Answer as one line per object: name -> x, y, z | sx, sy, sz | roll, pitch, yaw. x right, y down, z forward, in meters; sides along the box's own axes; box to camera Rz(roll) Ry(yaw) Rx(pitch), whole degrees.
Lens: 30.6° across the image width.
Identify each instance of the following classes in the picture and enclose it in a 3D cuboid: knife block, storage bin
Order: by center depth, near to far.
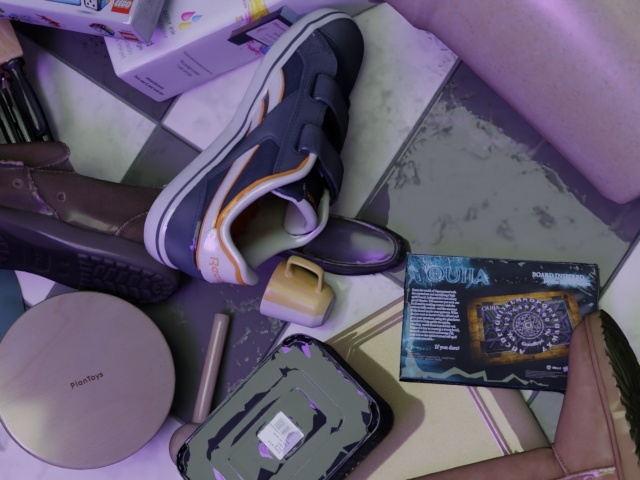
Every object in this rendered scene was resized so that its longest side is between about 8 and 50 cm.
storage bin -> -0.032, 0.189, 1.114 | 0.180, 0.084, 0.122 | -46, 73, 2
knife block -> -0.371, -0.222, 1.298 | 0.242, 0.088, 0.275 | 23, 76, -9

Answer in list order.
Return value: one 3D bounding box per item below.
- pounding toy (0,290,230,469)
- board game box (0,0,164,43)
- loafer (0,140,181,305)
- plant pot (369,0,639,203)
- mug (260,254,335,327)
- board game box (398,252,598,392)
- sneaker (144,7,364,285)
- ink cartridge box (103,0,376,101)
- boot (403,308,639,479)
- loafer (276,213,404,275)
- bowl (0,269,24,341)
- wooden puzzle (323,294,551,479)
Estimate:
pounding toy -> -0.223, 0.156, 1.228 | 0.237, 0.110, 0.182 | 7, 71, -12
board game box -> -0.286, -0.318, 1.191 | 0.305, 0.053, 0.192 | 13, 78, 18
loafer -> -0.315, -0.041, 1.222 | 0.366, 0.134, 0.130 | 20, 59, -12
plant pot -> 0.255, -0.211, 1.037 | 0.334, 0.334, 0.305 | -38, 86, 8
mug -> -0.021, 0.057, 1.185 | 0.064, 0.078, 0.062 | 24, 78, 9
board game box -> 0.172, 0.079, 1.126 | 0.186, 0.026, 0.126 | 4, 76, 5
sneaker -> -0.027, -0.085, 1.145 | 0.128, 0.126, 0.321 | 24, 70, 31
ink cartridge box -> -0.100, -0.300, 1.233 | 0.278, 0.117, 0.201 | -22, 77, 11
boot -> 0.162, 0.202, 1.049 | 0.270, 0.089, 0.236 | -23, 47, 26
loafer -> 0.000, 0.000, 1.191 | 0.170, 0.061, 0.062 | 6, 84, 16
bowl -> -0.497, 0.104, 1.268 | 0.312, 0.163, 0.311 | -2, 82, 15
wooden puzzle -> 0.079, 0.184, 1.157 | 0.239, 0.044, 0.220 | -30, 75, 6
